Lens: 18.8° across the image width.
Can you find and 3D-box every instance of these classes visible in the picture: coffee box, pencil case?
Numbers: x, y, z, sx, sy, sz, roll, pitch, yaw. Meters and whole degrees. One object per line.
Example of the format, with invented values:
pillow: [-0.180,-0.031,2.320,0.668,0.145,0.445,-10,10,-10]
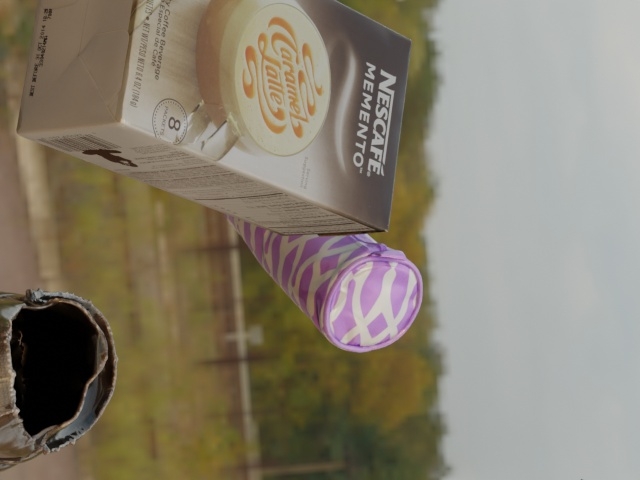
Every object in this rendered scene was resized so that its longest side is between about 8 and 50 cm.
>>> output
coffee box: [-0.060,-0.100,1.225,0.246,0.098,0.141,20,73,-46]
pencil case: [0.000,0.000,1.432,0.206,0.086,0.088,48,-58,49]

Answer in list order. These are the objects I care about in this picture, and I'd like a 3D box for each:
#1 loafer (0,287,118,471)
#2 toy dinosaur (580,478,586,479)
loafer: [-0.205,0.102,1.362,0.366,0.130,0.133,-14,96,-78]
toy dinosaur: [0.220,0.258,1.658,0.053,0.183,0.092,119,-31,-52]
